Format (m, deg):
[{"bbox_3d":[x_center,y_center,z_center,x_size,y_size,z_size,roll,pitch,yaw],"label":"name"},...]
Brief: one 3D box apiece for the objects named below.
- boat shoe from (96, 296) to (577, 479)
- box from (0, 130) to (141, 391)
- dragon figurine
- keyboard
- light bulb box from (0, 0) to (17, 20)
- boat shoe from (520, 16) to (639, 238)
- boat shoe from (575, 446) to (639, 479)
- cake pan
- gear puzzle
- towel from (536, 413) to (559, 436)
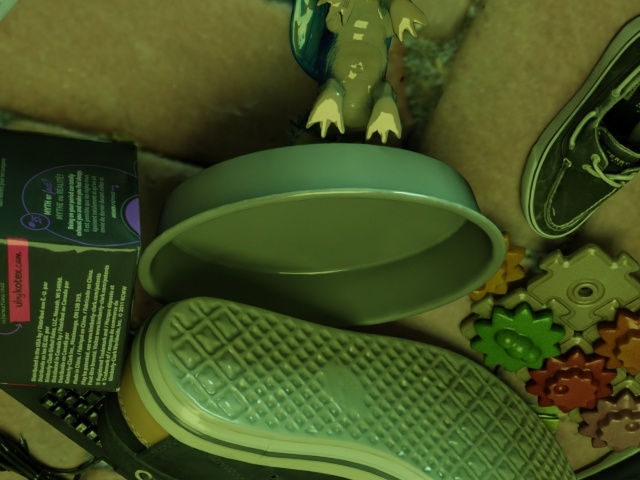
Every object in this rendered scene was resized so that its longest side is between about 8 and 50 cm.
[{"bbox_3d":[0.029,0.185,1.393,0.500,0.186,0.156,19,136,-31],"label":"boat shoe"},{"bbox_3d":[-0.283,0.008,1.236,0.270,0.165,0.143,6,122,-12],"label":"box"},{"bbox_3d":[0.024,-0.159,1.221,0.085,0.144,0.289,3,105,-11],"label":"dragon figurine"},{"bbox_3d":[-0.187,0.194,1.460,0.201,0.033,0.317,-39,120,17],"label":"keyboard"},{"bbox_3d":[-0.377,-0.223,0.954,0.358,0.225,0.361,45,110,-1],"label":"light bulb box"},{"bbox_3d":[0.236,-0.083,1.317,0.078,0.070,0.219,16,120,-19],"label":"boat shoe"},{"bbox_3d":[0.273,0.283,1.564,0.254,0.079,0.095,-32,123,12],"label":"boat shoe"},{"bbox_3d":[0.000,0.000,1.266,0.293,0.054,0.293,-3,158,-1],"label":"cake pan"},{"bbox_3d":[0.232,0.087,1.426,0.175,0.044,0.339,-35,123,29],"label":"gear puzzle"},{"bbox_3d":[0.198,0.203,1.540,0.060,0.009,0.083,2,123,-10],"label":"towel"}]
